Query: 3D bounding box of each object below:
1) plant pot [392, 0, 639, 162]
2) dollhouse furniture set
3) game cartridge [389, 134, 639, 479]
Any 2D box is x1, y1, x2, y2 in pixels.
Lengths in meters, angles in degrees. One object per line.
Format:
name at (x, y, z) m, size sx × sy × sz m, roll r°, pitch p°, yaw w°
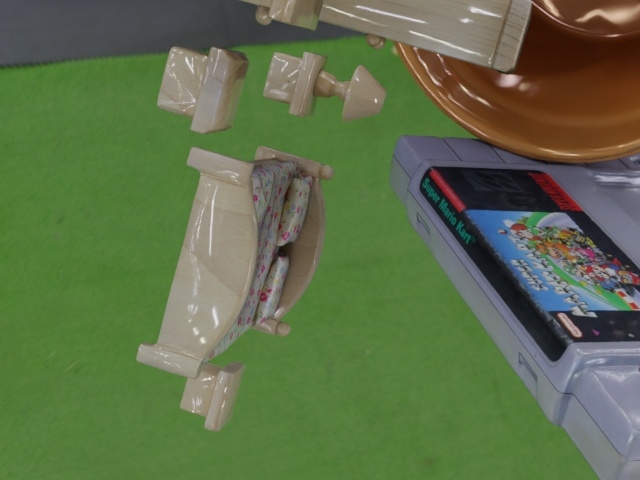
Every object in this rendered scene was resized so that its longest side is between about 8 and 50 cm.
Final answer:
plant pot at (0.210, -0.227, 0.931) m, size 0.291 × 0.291 × 0.203 m, roll 51°, pitch 30°, yaw -4°
dollhouse furniture set at (0.000, 0.000, 0.750) m, size 0.173 × 0.303 × 0.356 m, roll 17°, pitch 99°, yaw 8°
game cartridge at (0.205, 0.026, 0.807) m, size 0.230 × 0.068 × 0.355 m, roll 5°, pitch 29°, yaw -23°
